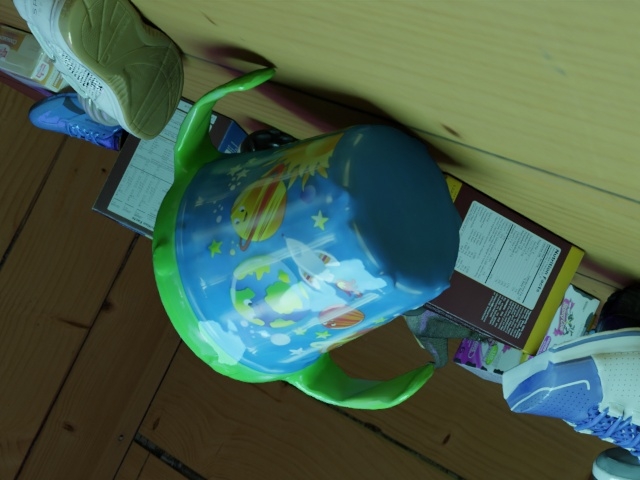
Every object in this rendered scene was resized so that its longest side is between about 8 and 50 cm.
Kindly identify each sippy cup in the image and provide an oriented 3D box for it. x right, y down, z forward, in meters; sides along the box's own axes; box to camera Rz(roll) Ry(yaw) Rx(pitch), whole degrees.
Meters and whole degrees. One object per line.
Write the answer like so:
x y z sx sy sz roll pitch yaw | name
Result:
0.000 0.000 0.942 0.224 0.240 0.305 -22 136 40 | sippy cup

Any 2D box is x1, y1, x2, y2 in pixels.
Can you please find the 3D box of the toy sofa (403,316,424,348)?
0.097 0.025 1.514 0.363 0.177 0.150 23 -150 -47 | toy sofa

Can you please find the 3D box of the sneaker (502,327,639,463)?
0.369 0.200 1.089 0.316 0.182 0.127 3 155 -23 | sneaker

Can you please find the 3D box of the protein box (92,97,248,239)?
-0.206 -0.092 1.503 0.136 0.201 0.200 25 177 13 | protein box

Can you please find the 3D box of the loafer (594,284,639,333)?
0.371 0.100 1.180 0.076 0.078 0.223 25 177 7 | loafer

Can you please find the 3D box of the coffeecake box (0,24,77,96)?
-0.418 -0.262 1.604 0.142 0.068 0.185 23 176 38 | coffeecake box

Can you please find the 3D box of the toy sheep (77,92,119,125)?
-0.309 -0.211 1.463 0.132 0.091 0.091 27 178 35 | toy sheep

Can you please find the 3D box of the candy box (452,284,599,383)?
0.303 0.140 1.515 0.071 0.159 0.233 29 171 -14 | candy box

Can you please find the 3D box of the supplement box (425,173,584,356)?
0.150 0.019 1.139 0.194 0.129 0.191 27 177 -21 | supplement box

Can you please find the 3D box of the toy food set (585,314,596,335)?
0.340 0.130 1.700 0.232 0.104 0.111 23 176 46 | toy food set

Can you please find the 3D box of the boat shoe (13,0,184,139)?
-0.217 -0.189 1.002 0.096 0.098 0.277 25 168 16 | boat shoe

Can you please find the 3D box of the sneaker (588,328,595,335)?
0.483 0.198 1.514 0.140 0.125 0.341 27 176 4 | sneaker

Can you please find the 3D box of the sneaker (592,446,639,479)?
0.486 0.222 1.244 0.296 0.178 0.124 -5 -167 -1 | sneaker

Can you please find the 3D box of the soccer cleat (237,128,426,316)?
0.012 -0.009 1.301 0.318 0.108 0.116 40 145 6 | soccer cleat

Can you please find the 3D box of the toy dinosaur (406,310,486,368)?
0.193 0.092 1.456 0.160 0.121 0.313 9 155 -16 | toy dinosaur

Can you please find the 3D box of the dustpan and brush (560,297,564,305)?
0.244 0.062 1.272 0.147 0.060 0.211 25 -169 5 | dustpan and brush

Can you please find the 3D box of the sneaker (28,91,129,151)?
-0.346 -0.179 1.539 0.209 0.082 0.069 -2 159 0 | sneaker
